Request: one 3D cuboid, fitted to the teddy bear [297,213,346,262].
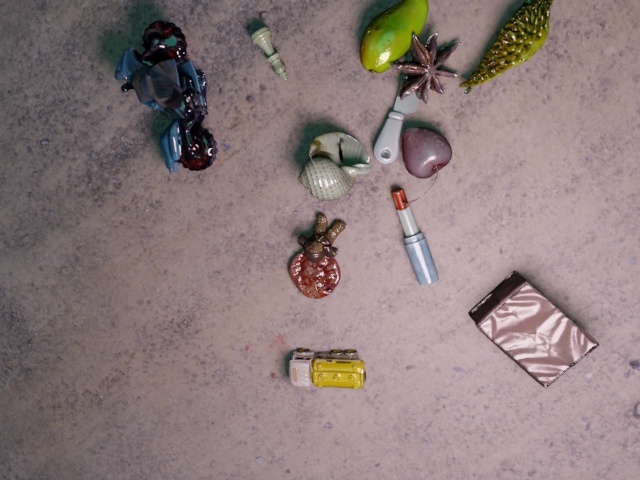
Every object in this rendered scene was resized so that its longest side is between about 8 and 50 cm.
[{"bbox_3d":[0.000,0.005,1.502,0.119,0.160,0.078,22,138,10],"label":"teddy bear"}]

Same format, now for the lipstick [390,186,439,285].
[{"bbox_3d":[0.251,-0.014,1.473,0.061,0.068,0.274,-19,95,9],"label":"lipstick"}]

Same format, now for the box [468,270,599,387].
[{"bbox_3d":[0.549,0.231,1.409,0.252,0.153,0.188,45,102,4],"label":"box"}]

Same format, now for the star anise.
[{"bbox_3d":[0.266,-0.450,1.401,0.180,0.061,0.205,25,100,-29],"label":"star anise"}]

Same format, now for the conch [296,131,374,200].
[{"bbox_3d":[0.031,-0.190,1.463,0.199,0.131,0.172,-6,70,-27],"label":"conch"}]

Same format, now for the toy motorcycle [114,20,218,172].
[{"bbox_3d":[-0.436,-0.389,1.519,0.232,0.172,0.416,-12,104,18],"label":"toy motorcycle"}]

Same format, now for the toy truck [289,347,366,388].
[{"bbox_3d":[0.020,0.369,1.543,0.226,0.114,0.098,0,97,11],"label":"toy truck"}]

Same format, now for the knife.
[{"bbox_3d":[0.225,-0.364,1.454,0.080,0.044,0.332,19,96,0],"label":"knife"}]

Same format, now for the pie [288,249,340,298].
[{"bbox_3d":[-0.015,0.094,1.555,0.153,0.038,0.154,1,95,12],"label":"pie"}]

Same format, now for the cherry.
[{"bbox_3d":[0.251,-0.214,1.428,0.188,0.115,0.148,-37,109,18],"label":"cherry"}]

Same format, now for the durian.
[{"bbox_3d":[0.497,-0.506,1.337,0.106,0.132,0.375,45,108,15],"label":"durian"}]

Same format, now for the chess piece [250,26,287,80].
[{"bbox_3d":[-0.134,-0.508,1.492,0.059,0.059,0.149,-27,97,13],"label":"chess piece"}]

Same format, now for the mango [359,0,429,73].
[{"bbox_3d":[0.186,-0.541,1.397,0.125,0.111,0.233,35,103,-1],"label":"mango"}]
